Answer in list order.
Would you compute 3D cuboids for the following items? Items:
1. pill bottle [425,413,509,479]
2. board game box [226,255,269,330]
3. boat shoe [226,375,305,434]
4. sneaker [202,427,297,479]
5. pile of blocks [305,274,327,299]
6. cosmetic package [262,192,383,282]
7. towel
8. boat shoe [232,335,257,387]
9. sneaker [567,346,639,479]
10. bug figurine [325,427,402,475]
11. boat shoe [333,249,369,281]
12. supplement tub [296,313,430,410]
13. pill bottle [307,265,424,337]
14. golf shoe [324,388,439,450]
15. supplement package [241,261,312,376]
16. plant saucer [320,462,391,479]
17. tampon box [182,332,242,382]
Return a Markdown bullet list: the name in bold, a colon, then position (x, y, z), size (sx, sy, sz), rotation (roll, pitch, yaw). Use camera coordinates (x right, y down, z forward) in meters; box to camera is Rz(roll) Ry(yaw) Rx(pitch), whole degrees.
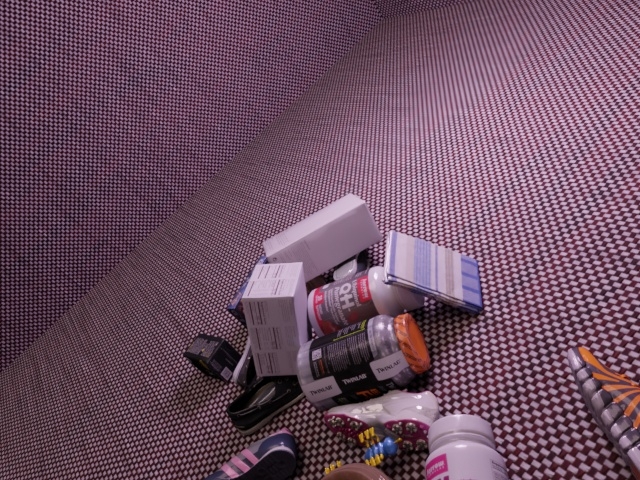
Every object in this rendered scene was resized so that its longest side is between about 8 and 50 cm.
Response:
- **pill bottle**: position (0.284, 0.493, 1.043), size (0.160, 0.160, 0.283), rotation (-24, 33, 22)
- **board game box**: position (-0.215, 0.199, 1.952), size (0.042, 0.165, 0.243), rotation (-6, 43, 41)
- **boat shoe**: position (-0.136, 0.425, 1.614), size (0.340, 0.113, 0.127), rotation (-37, 29, 0)
- **sneaker**: position (-0.197, 0.614, 1.457), size (0.319, 0.112, 0.131), rotation (-29, 15, 10)
- **pile of blocks**: position (-0.093, 0.216, 1.854), size (0.149, 0.112, 0.362), rotation (-14, 37, 33)
- **cosmetic package**: position (0.000, 0.000, 1.832), size (0.366, 0.155, 0.197), rotation (-28, 16, -1)
- **towel**: position (0.309, 0.085, 1.508), size (0.209, 0.285, 0.034), rotation (-78, 9, -47)
- **boat shoe**: position (-0.208, 0.371, 1.774), size (0.076, 0.080, 0.228), rotation (14, 70, 41)
- **sneaker**: position (0.612, 0.310, 1.015), size (0.180, 0.124, 0.321), rotation (-28, 42, 8)
- **bug figurine**: position (0.111, 0.570, 1.192), size (0.216, 0.072, 0.279), rotation (-33, 39, 22)
- **boat shoe**: position (0.110, 0.088, 1.837), size (0.114, 0.091, 0.302), rotation (-26, 19, 26)
- **supplement tub**: position (0.112, 0.314, 1.429), size (0.316, 0.193, 0.193), rotation (-25, 33, 21)
- **pill bottle**: position (0.135, 0.180, 1.603), size (0.319, 0.176, 0.176), rotation (-23, 34, 24)
- **golf shoe**: position (0.153, 0.431, 1.336), size (0.306, 0.115, 0.140), rotation (-8, 28, 35)
- **supplement package**: position (-0.117, 0.224, 1.577), size (0.145, 0.261, 0.204), rotation (-3, 25, 7)
- **plant saucer**: position (0.051, 0.603, 1.133), size (0.278, 0.041, 0.278), rotation (-28, 40, 27)
- **tampon box**: position (-0.370, 0.403, 1.880), size (0.161, 0.120, 0.101), rotation (0, 46, 46)
